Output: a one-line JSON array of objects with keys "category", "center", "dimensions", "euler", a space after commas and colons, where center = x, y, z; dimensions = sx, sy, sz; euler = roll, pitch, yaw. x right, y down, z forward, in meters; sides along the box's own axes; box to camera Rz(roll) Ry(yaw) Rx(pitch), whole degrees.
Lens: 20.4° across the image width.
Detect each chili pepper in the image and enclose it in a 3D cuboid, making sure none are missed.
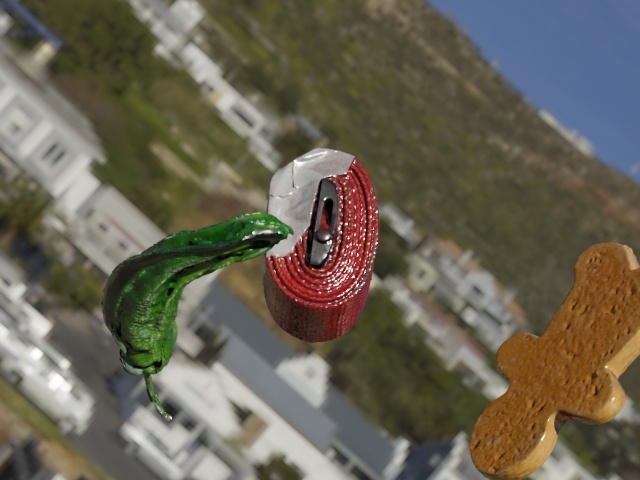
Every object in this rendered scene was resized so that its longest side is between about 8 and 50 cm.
[{"category": "chili pepper", "center": [-0.134, 0.053, 1.600], "dimensions": [0.122, 0.065, 0.279], "euler": [26, -45, -11]}]

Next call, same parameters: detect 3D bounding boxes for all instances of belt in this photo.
[{"category": "belt", "center": [0.000, 0.000, 1.968], "dimensions": [0.128, 0.201, 0.124], "euler": [4, -25, -2]}]

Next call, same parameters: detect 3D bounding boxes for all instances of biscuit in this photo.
[{"category": "biscuit", "center": [0.224, 0.113, 1.578], "dimensions": [0.036, 0.250, 0.165], "euler": [42, -9, -31]}]
